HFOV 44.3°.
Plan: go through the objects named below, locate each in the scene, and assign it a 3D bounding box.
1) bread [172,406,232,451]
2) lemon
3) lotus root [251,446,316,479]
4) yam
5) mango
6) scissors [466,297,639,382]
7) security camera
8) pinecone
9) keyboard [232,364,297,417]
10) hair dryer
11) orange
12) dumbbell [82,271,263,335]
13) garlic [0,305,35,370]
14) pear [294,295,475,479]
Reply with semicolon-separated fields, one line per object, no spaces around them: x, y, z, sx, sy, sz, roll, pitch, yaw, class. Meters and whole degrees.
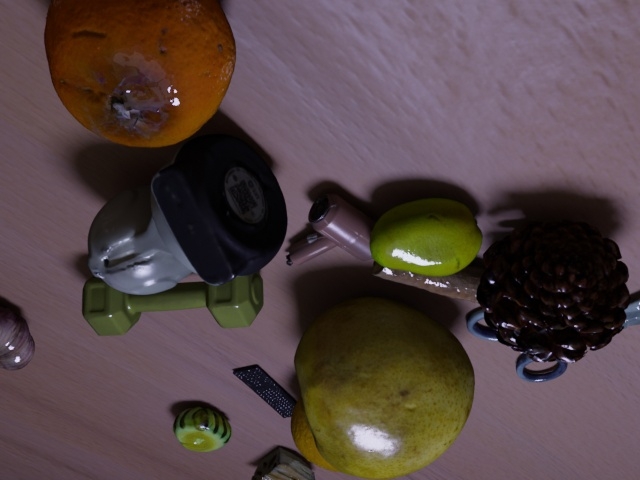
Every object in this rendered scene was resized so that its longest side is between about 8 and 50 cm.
-0.263;0.416;1.743;0.130;0.071;0.139;-12;139;25;bread
0.039;0.358;1.540;0.187;0.186;0.244;35;145;-30;lemon
-0.080;0.562;1.900;0.144;0.070;0.143;34;128;-24;lotus root
0.228;0.067;1.251;0.300;0.066;0.066;18;140;-13;yam
0.156;-0.006;1.139;0.163;0.089;0.117;7;120;-19;mango
0.463;0.142;1.338;0.384;0.029;0.256;-24;131;35;scissors
-0.204;-0.017;1.110;0.277;0.191;0.197;-22;102;31;security camera
0.335;0.081;1.145;0.222;0.221;0.221;4;141;3;pinecone
-0.104;0.319;1.648;0.061;0.013;0.204;-16;136;24;keyboard
0.000;0.000;1.211;0.117;0.064;0.182;33;140;-29;hair dryer
-0.207;-0.208;0.893;0.224;0.170;0.224;2;141;2;orange
-0.247;0.094;1.318;0.302;0.121;0.108;-6;169;15;dumbbell
-0.608;0.175;1.476;0.159;0.102;0.147;34;148;-14;garlic
0.106;0.246;1.317;0.304;0.303;0.304;4;141;3;pear
